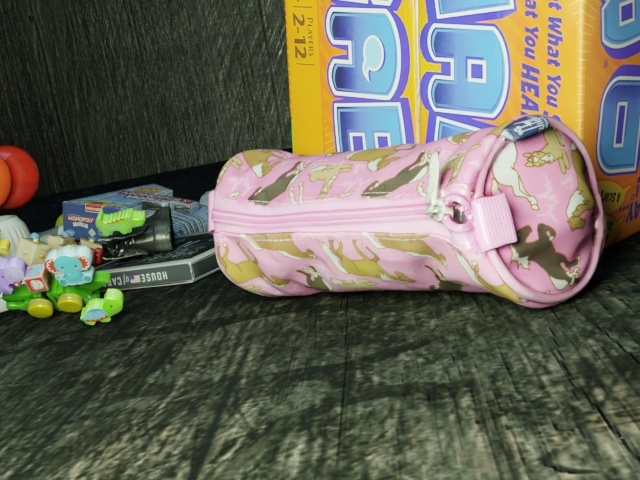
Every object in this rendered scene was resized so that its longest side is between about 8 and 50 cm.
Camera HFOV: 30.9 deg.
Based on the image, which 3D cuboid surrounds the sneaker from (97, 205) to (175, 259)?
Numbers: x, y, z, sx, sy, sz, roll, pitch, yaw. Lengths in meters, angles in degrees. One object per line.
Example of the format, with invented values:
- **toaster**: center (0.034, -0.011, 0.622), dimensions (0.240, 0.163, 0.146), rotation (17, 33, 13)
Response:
- **sneaker**: center (-0.234, -0.007, 1.485), dimensions (0.089, 0.051, 0.170), rotation (-8, 11, -5)

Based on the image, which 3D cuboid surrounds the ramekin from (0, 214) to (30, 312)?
- **ramekin**: center (-0.464, 0.037, 1.500), dimensions (0.207, 0.109, 0.207), rotation (-11, 9, 2)

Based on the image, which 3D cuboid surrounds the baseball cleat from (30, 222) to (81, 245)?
- **baseball cleat**: center (-0.383, 0.009, 1.782), dimensions (0.109, 0.072, 0.206), rotation (14, 28, 39)

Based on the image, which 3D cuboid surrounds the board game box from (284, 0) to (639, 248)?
- **board game box**: center (0.211, -0.216, 1.237), dimensions (0.356, 0.356, 0.356), rotation (11, 21, 40)

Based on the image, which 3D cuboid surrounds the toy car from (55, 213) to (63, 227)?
- **toy car**: center (-0.480, -0.009, 2.016), dimensions (0.225, 0.053, 0.239), rotation (-14, 9, -21)

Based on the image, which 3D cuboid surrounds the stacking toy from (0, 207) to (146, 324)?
- **stacking toy**: center (-0.311, 0.030, 1.278), dimensions (0.221, 0.052, 0.167), rotation (-9, 39, 8)

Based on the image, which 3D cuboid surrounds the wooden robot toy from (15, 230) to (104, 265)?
- **wooden robot toy**: center (-0.327, 0.036, 1.464), dimensions (0.076, 0.079, 0.173), rotation (19, 6, 10)

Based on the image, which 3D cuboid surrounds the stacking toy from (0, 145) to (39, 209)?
- **stacking toy**: center (-0.480, -0.077, 1.493), dimensions (0.141, 0.141, 0.330), rotation (-8, 5, 20)

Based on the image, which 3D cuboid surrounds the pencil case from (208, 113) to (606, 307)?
- **pencil case**: center (0.060, -0.020, 1.036), dimensions (0.386, 0.167, 0.160), rotation (-1, 45, 51)

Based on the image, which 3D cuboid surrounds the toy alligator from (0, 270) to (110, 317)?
- **toy alligator**: center (-0.322, 0.065, 1.339), dimensions (0.190, 0.056, 0.051), rotation (-10, -34, 14)

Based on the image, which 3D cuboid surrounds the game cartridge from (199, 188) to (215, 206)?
- **game cartridge**: center (-0.059, -0.095, 2.045), dimensions (0.196, 0.060, 0.294), rotation (-3, 11, 26)

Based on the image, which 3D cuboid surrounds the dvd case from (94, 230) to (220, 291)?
- **dvd case**: center (-0.175, 0.020, 1.501), dimensions (0.179, 0.029, 0.239), rotation (-8, 9, 28)

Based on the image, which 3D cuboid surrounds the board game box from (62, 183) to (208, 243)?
- **board game box**: center (-0.257, -0.040, 1.765), dimensions (0.194, 0.060, 0.194), rotation (7, 15, 20)
